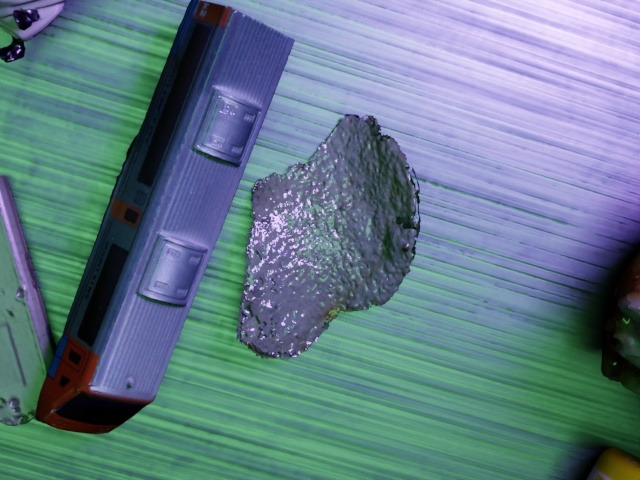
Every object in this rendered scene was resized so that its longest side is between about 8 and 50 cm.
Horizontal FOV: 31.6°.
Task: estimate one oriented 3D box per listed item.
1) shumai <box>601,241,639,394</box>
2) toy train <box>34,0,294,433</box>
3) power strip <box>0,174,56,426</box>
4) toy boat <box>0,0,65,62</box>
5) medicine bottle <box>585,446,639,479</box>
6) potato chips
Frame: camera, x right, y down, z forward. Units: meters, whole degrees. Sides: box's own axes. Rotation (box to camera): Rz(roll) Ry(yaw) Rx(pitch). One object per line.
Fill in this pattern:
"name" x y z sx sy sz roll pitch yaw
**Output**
"shumai" 0.415 0.091 0.974 0.323 0.397 0.324 33 51 9
"toy train" -0.140 -0.010 1.012 0.086 0.089 0.409 20 91 -42
"power strip" -0.309 0.039 1.036 0.092 0.034 0.268 -15 96 -4
"toy boat" -0.309 -0.228 0.969 0.269 0.141 0.141 9 94 -8
"medicine bottle" 0.275 0.315 1.071 0.122 0.122 0.212 28 91 -7
"potato chips" 0.000 0.002 1.054 0.228 0.059 0.167 -39 91 4
